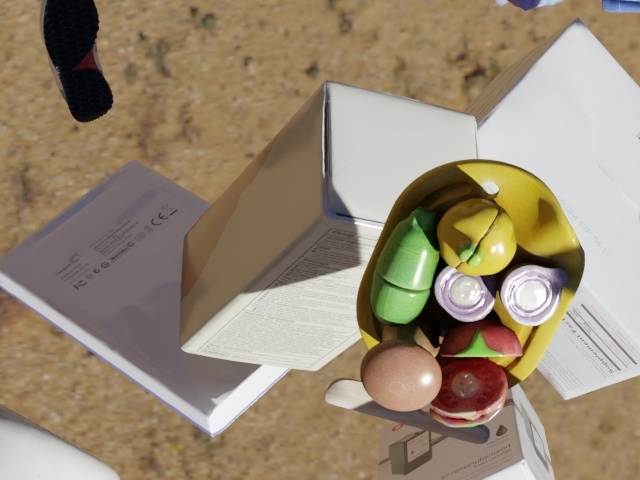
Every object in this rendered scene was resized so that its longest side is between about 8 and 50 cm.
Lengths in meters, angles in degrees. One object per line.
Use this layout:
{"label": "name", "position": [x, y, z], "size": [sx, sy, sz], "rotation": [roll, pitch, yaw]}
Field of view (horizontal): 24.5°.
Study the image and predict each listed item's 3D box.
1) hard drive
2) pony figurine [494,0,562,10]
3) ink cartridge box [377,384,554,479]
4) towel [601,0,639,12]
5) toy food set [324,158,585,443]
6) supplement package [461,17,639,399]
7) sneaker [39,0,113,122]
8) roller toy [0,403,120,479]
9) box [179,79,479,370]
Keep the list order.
{"label": "hard drive", "position": [-0.153, 0.048, 1.512], "size": [0.210, 0.318, 0.040], "rotation": [-41, 145, -30]}
{"label": "pony figurine", "position": [0.274, -0.182, 0.826], "size": [0.363, 0.303, 0.351], "rotation": [11, 110, -16]}
{"label": "ink cartridge box", "position": [0.179, 0.293, 1.823], "size": [0.115, 0.198, 0.273], "rotation": [59, 12, -15]}
{"label": "towel", "position": [0.413, -0.290, 1.465], "size": [0.285, 0.209, 0.034], "rotation": [-54, 143, -46]}
{"label": "toy food set", "position": [0.081, 0.057, 0.920], "size": [0.071, 0.128, 0.218], "rotation": [-65, 176, -58]}
{"label": "supplement package", "position": [0.230, -0.027, 1.348], "size": [0.262, 0.145, 0.204], "rotation": [48, 58, -6]}
{"label": "sneaker", "position": [-0.242, -0.192, 1.398], "size": [0.057, 0.075, 0.161], "rotation": [-24, 136, -17]}
{"label": "roller toy", "position": [-0.285, 0.227, 1.293], "size": [0.146, 0.209, 0.191], "rotation": [-62, 143, -12]}
{"label": "box", "position": [0.000, 0.000, 1.253], "size": [0.148, 0.311, 0.121], "rotation": [12, 62, -24]}
